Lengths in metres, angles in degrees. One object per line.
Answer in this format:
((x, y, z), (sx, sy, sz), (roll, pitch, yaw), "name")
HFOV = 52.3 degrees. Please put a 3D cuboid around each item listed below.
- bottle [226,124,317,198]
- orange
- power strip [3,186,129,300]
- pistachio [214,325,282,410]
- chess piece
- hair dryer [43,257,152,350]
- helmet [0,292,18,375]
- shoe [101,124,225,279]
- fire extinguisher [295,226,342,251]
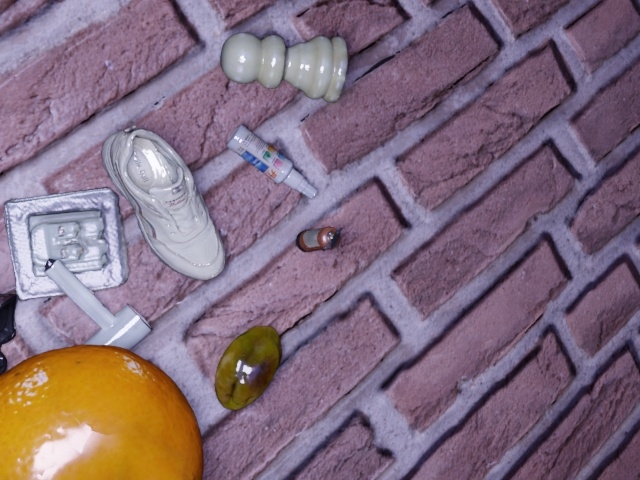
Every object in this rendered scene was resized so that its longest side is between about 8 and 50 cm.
((-0.098, -0.161, 1.387), (0.217, 0.060, 0.060), (35, 76, -15), "bottle")
((-0.400, 0.385, 1.079), (0.424, 0.326, 0.424), (-11, 112, -30), "orange")
((-0.476, 0.005, 1.231), (0.213, 0.064, 0.198), (-10, 89, -20), "power strip")
((-0.149, 0.254, 1.327), (0.110, 0.100, 0.189), (40, 76, -19), "pistachio")
((-0.083, -0.374, 1.367), (0.251, 0.144, 0.144), (4, 86, -16), "chess piece")
((-0.435, 0.129, 1.211), (0.131, 0.073, 0.236), (-43, 119, -16), "hair dryer")
((-0.603, 0.171, 1.134), (0.107, 0.153, 0.177), (12, 84, -8), "helmet")
((-0.287, -0.069, 1.229), (0.132, 0.210, 0.342), (-36, 101, -19), "shoe")
((0.000, 0.000, 1.355), (0.050, 0.177, 0.062), (44, 73, -15), "fire extinguisher")
